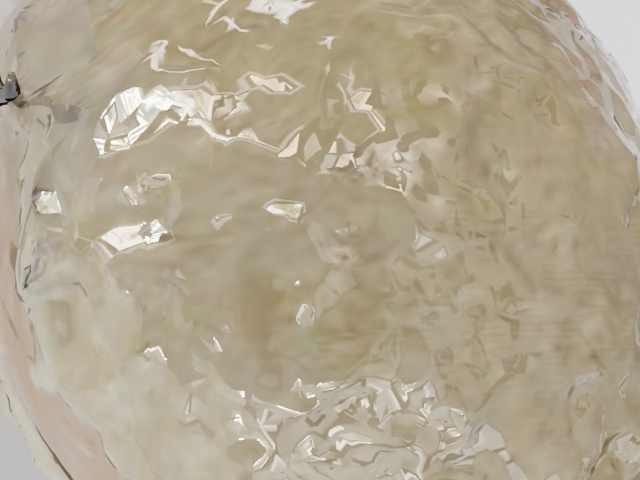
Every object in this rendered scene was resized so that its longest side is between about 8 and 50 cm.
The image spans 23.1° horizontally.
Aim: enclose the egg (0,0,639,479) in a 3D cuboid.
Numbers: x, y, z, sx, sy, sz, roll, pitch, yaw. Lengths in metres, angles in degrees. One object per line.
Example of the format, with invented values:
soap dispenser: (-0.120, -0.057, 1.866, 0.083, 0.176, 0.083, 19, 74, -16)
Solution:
egg: (0.000, 0.000, 0.581, 0.279, 0.279, 0.310, 31, -155, -53)
